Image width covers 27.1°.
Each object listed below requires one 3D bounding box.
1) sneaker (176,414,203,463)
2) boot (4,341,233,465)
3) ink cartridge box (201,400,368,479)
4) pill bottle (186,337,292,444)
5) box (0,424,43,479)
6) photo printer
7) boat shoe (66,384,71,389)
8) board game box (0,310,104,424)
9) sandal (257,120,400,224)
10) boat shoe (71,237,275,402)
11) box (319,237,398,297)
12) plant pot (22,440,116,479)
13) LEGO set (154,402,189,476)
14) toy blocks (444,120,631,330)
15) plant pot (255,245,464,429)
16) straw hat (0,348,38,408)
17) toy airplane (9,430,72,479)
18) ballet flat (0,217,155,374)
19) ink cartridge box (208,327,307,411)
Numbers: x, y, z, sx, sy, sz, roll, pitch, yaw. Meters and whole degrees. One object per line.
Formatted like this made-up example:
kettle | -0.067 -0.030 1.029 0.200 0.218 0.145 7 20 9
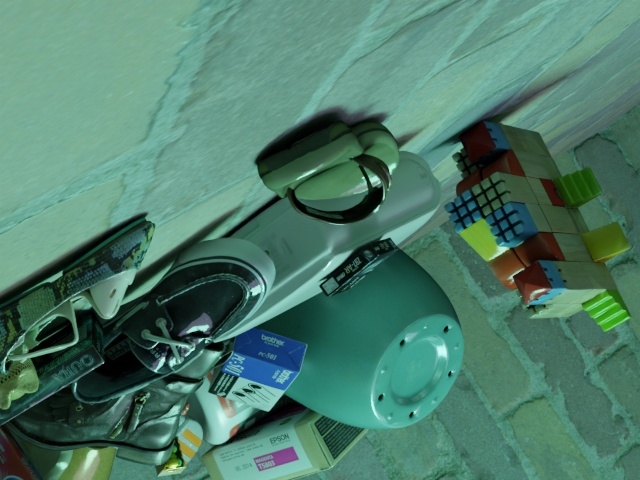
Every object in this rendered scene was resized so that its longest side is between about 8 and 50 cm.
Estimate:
sneaker | -0.318 0.238 2.025 0.124 0.180 0.321 -50 145 -15
boot | -0.264 0.170 1.693 0.091 0.263 0.229 -97 -154 -52
ink cartridge box | -0.045 0.314 2.144 0.234 0.088 0.193 -22 -173 33
pill bottle | -0.076 0.158 2.173 0.363 0.210 0.210 -30 175 -21
box | -0.410 0.348 1.710 0.122 0.257 0.128 -35 174 -11
photo printer | 0.000 0.000 1.658 0.256 0.107 0.307 -36 174 35
boat shoe | -0.249 0.161 1.785 0.302 0.098 0.109 -33 175 14
board game box | -0.319 0.151 1.434 0.186 0.026 0.126 -31 -163 -1
sandal | 0.015 -0.056 1.318 0.120 0.086 0.303 -33 175 14
boat shoe | -0.173 0.100 1.483 0.301 0.108 0.102 -28 -152 32
box | 0.044 0.031 1.534 0.083 0.018 0.067 -40 170 22
plant pot | -0.450 0.380 2.221 0.254 0.237 0.237 -53 165 29
LEGO set | -0.200 0.186 1.873 0.107 0.132 0.287 -31 -150 26
toy blocks | 0.299 -0.031 2.009 0.190 0.381 0.261 -34 160 29
plant pot | 0.070 0.143 1.964 0.293 0.235 0.293 -22 127 -33
straw hat | -0.317 0.135 1.338 0.144 0.061 0.144 -31 175 -3
toy airplane | -0.522 0.440 1.894 0.384 0.272 0.386 -18 -139 53
ballet flat | -0.212 0.053 1.143 0.188 0.070 0.070 -32 175 -2
ink cartridge box | -0.091 0.180 1.854 0.207 0.097 0.046 123 -16 -64
